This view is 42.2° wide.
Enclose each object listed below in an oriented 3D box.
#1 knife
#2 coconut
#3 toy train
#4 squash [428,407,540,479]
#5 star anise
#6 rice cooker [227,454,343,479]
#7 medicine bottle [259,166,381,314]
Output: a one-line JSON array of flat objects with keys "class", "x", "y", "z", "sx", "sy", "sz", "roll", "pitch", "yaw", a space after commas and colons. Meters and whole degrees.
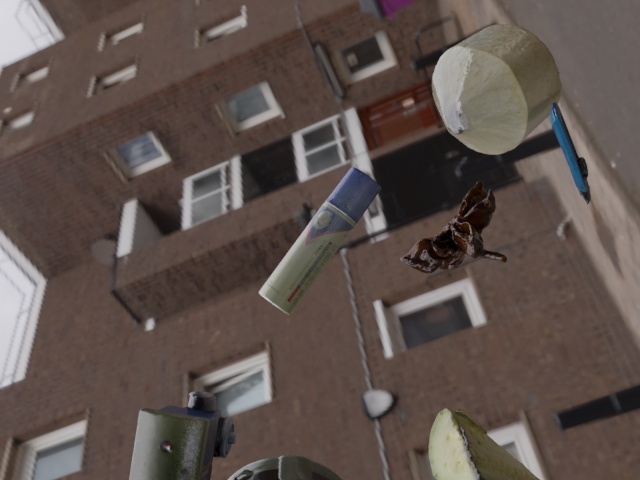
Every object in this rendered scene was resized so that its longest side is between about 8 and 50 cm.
[{"class": "knife", "x": 0.389, "y": -0.129, "z": 1.278, "sx": 0.296, "sy": 0.026, "sz": 0.044, "roll": 39, "pitch": -130, "yaw": -58}, {"class": "coconut", "x": 0.291, "y": -0.253, "z": 1.419, "sx": 0.222, "sy": 0.202, "sz": 0.202, "roll": -38, "pitch": -67, "yaw": -33}, {"class": "toy train", "x": -0.225, "y": 0.398, "z": 1.335, "sx": 0.202, "sy": 0.131, "sz": 0.299, "roll": 25, "pitch": -107, "yaw": -82}, {"class": "squash", "x": 0.299, "y": 0.387, "z": 1.335, "sx": 0.252, "sy": 0.093, "sz": 0.169, "roll": 27, "pitch": -157, "yaw": -24}, {"class": "star anise", "x": 0.242, "y": -0.004, "z": 1.446, "sx": 0.111, "sy": 0.196, "sz": 0.212, "roll": 50, "pitch": -150, "yaw": -16}, {"class": "rice cooker", "x": -0.073, "y": 0.655, "z": 1.780, "sx": 0.325, "sy": 0.335, "sz": 0.335, "roll": -96, "pitch": -18, "yaw": -61}, {"class": "medicine bottle", "x": 0.000, "y": 0.000, "z": 1.213, "sx": 0.059, "sy": 0.230, "sz": 0.059, "roll": 35, "pitch": 177, "yaw": 2}]
